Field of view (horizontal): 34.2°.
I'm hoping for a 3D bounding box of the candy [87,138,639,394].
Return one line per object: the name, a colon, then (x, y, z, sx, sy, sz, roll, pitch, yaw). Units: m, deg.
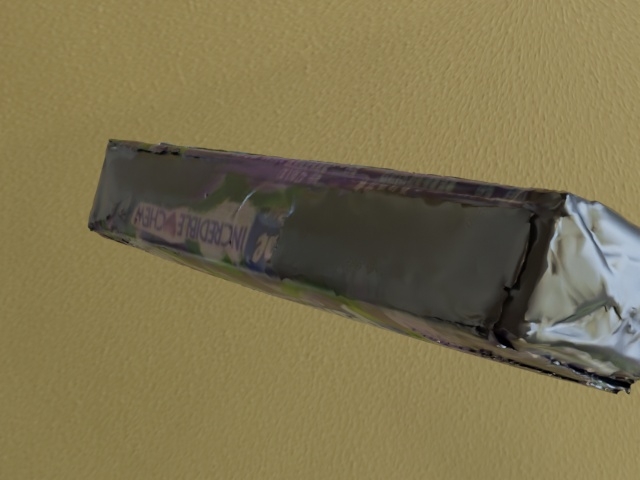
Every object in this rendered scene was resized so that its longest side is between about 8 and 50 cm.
candy: (0.000, 0.000, 0.459, 0.088, 0.312, 0.061, 23, -97, -38)
